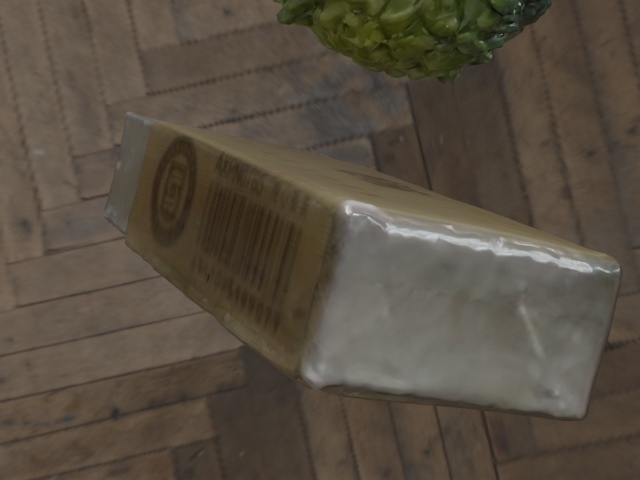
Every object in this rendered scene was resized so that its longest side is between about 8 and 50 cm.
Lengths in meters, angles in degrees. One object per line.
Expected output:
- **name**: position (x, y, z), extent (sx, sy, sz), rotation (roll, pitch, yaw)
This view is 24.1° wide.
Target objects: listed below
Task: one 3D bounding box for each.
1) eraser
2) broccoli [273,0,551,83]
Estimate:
- **eraser**: position (0.000, 0.000, 0.758), extent (0.144, 0.343, 0.078), rotation (11, 98, -25)
- **broccoli**: position (0.032, -0.263, 0.891), extent (0.280, 0.293, 0.348), rotation (6, 131, 11)
